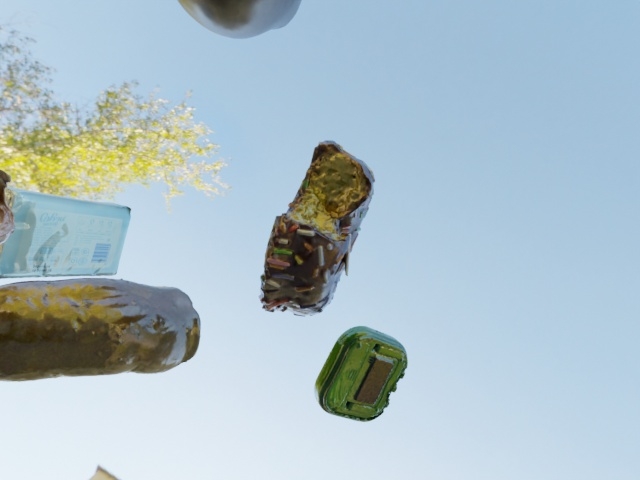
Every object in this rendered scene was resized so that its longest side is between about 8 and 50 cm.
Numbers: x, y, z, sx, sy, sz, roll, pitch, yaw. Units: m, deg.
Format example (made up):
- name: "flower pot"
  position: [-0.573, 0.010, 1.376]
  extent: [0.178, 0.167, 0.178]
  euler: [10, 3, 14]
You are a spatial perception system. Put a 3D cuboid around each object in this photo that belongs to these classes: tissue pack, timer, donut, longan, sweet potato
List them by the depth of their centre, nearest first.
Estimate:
- name: "donut"
  position: [0.000, -0.001, 0.518]
  extent: [0.096, 0.230, 0.216]
  euler: [19, -49, 5]
- name: "sweet potato"
  position: [-0.368, 0.128, 0.579]
  extent: [0.158, 0.370, 0.158]
  euler: [-10, -103, 47]
- name: "timer"
  position: [0.064, 0.202, 0.600]
  extent: [0.128, 0.047, 0.140]
  euler: [26, -88, -26]
- name: "longan"
  position: [-0.143, -0.479, 0.692]
  extent: [0.258, 0.258, 0.258]
  euler: [4, -75, 16]
- name: "tissue pack"
  position: [-0.559, -0.010, 0.867]
  extent: [0.089, 0.263, 0.177]
  euler: [17, -86, 25]

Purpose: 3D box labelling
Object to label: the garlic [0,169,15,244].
- name: "garlic"
  position: [-0.371, -0.051, 0.364]
  extent: [0.124, 0.099, 0.174]
  euler: [-2, -52, 35]
